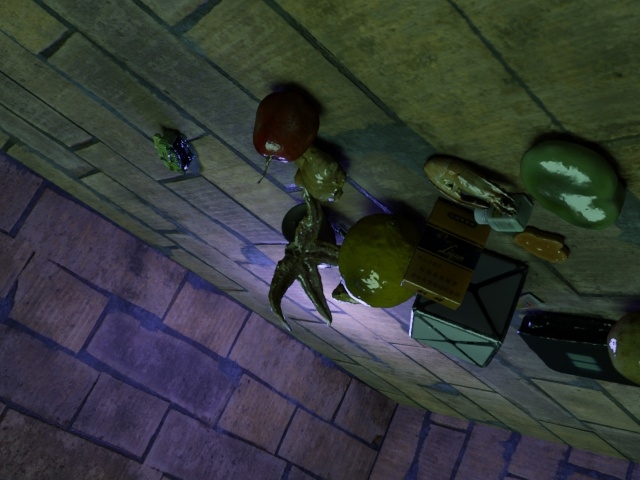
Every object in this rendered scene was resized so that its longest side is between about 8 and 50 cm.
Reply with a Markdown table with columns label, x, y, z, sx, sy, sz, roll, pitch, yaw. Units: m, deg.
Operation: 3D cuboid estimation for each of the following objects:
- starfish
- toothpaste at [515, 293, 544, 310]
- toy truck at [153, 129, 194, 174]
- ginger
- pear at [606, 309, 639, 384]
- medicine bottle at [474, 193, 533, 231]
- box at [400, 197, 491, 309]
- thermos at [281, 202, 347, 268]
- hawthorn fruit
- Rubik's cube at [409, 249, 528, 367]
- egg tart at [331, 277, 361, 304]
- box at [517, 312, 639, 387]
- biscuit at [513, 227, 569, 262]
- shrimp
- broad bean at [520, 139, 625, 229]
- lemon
| label | x | y | z | sx | sy | sz | roll | pitch | yaw |
| --- | --- | --- | --- | --- | --- | --- | --- | --- | --- |
| starfish | -0.011 | 0.074 | 1.919 | 0.383 | 0.398 | 0.132 | 30 | 176 | -33 |
| toothpaste | 0.587 | 0.194 | 1.986 | 0.067 | 0.043 | 0.194 | 36 | 153 | -18 |
| toy truck | -0.464 | -0.279 | 2.038 | 0.100 | 0.077 | 0.169 | 20 | 161 | 9 |
| ginger | -0.003 | -0.169 | 1.698 | 0.157 | 0.102 | 0.216 | 28 | 159 | 13 |
| pear | 0.846 | 0.277 | 1.638 | 0.228 | 0.188 | 0.211 | 24 | 168 | 6 |
| medicine bottle | 0.414 | -0.063 | 1.488 | 0.055 | 0.074 | 0.118 | 39 | 158 | -33 |
| box | 0.313 | 0.031 | 1.614 | 0.152 | 0.237 | 0.070 | 24 | 165 | 7 |
| thermos | 0.000 | 0.000 | 2.096 | 0.176 | 0.146 | 0.265 | -14 | 151 | 14 |
| hawthorn fruit | -0.093 | -0.235 | 1.491 | 0.162 | 0.204 | 0.163 | 19 | 160 | 7 |
| Rubik's cube | 0.408 | 0.173 | 1.840 | 0.254 | 0.259 | 0.260 | 20 | 156 | 12 |
| egg tart | 0.170 | 0.137 | 2.165 | 0.290 | 0.116 | 0.290 | -5 | -175 | 0 |
| box | 0.819 | 0.341 | 1.992 | 0.359 | 0.091 | 0.350 | 4 | 152 | 46 |
| biscuit | 0.545 | 0.009 | 1.584 | 0.140 | 0.023 | 0.118 | 32 | 160 | -14 |
| shrimp | 0.334 | -0.111 | 1.468 | 0.236 | 0.053 | 0.133 | 29 | 147 | 18 |
| broad bean | 0.487 | -0.109 | 1.264 | 0.169 | 0.100 | 0.228 | -11 | 127 | 48 |
| lemon | 0.171 | 0.051 | 1.814 | 0.253 | 0.253 | 0.310 | 20 | 139 | 17 |
